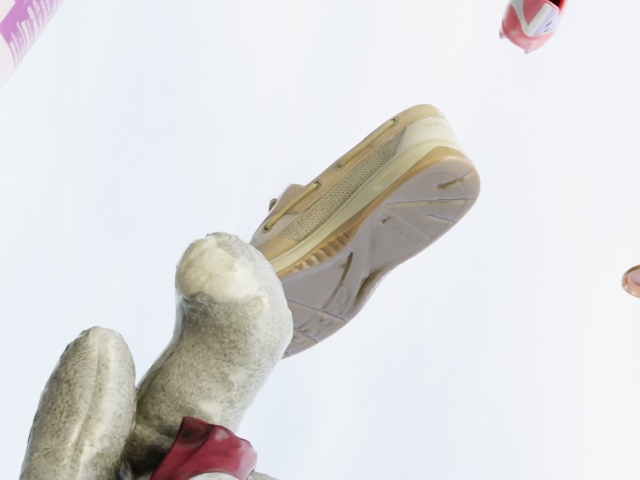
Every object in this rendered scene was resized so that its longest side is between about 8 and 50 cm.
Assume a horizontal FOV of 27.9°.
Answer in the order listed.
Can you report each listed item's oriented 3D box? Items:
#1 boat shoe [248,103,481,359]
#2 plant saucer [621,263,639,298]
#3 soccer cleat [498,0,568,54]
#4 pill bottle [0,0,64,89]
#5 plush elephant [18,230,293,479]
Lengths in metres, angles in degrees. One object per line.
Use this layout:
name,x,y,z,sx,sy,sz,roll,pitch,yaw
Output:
boat shoe,0.000,0.000,1.110,0.302,0.109,0.098,-40,-136,19
plant saucer,0.393,0.046,1.501,0.083,0.083,0.013,-31,-139,48
soccer cleat,0.281,-0.334,1.576,0.095,0.083,0.248,-46,-162,54
pill bottle,-0.288,-0.282,1.156,0.169,0.169,0.301,-10,-134,55
plush elephant,-0.084,0.168,0.581,0.330,0.255,0.272,-43,-102,4
